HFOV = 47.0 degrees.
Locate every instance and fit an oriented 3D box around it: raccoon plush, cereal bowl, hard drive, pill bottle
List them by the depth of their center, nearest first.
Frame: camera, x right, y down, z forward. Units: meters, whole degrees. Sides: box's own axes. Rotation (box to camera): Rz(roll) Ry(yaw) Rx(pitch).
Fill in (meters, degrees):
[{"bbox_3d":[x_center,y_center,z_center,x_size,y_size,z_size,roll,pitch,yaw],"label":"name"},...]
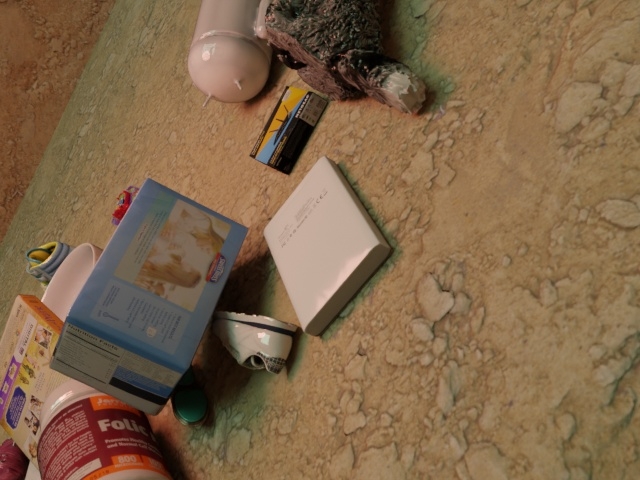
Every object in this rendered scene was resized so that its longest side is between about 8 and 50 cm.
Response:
[{"bbox_3d":[0.000,0.000,1.323,0.203,0.040,0.307,-51,35,17],"label":"hard drive"},{"bbox_3d":[-0.418,0.434,1.415,0.224,0.224,0.392,-59,33,5],"label":"pill bottle"},{"bbox_3d":[0.108,-0.419,1.422,0.446,0.216,0.299,36,83,29],"label":"raccoon plush"},{"bbox_3d":[-0.625,0.185,1.951,0.339,0.141,0.339,-33,43,38],"label":"cereal bowl"}]

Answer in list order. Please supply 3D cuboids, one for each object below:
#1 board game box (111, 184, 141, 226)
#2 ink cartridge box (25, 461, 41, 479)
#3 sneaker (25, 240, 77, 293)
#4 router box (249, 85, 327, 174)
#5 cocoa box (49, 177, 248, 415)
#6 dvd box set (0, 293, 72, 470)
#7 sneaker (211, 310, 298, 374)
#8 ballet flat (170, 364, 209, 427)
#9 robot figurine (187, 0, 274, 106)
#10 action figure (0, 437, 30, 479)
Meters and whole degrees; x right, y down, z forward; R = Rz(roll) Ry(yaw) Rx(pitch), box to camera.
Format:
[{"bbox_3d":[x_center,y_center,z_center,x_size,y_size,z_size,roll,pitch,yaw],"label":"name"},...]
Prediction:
[{"bbox_3d":[-0.602,-0.110,2.232,0.169,0.033,0.133,18,82,56],"label":"board game box"},{"bbox_3d":[-0.676,0.618,1.780,0.109,0.062,0.209,-25,48,43],"label":"ink cartridge box"},{"bbox_3d":[-0.798,0.128,2.168,0.319,0.208,0.127,-53,35,14],"label":"sneaker"},{"bbox_3d":[-0.072,-0.239,1.589,0.178,0.046,0.133,-62,33,1],"label":"router box"},{"bbox_3d":[-0.320,0.104,1.402,0.228,0.231,0.347,-52,15,48],"label":"cocoa box"},{"bbox_3d":[-0.643,0.357,1.745,0.420,0.062,0.307,29,102,35],"label":"dvd box set"},{"bbox_3d":[-0.137,0.183,1.343,0.235,0.090,0.094,-3,74,55],"label":"sneaker"},{"bbox_3d":[-0.265,0.311,1.454,0.206,0.073,0.067,-120,36,-55],"label":"ballet flat"},{"bbox_3d":[-0.215,-0.486,1.821,0.300,0.200,0.353,-27,47,44],"label":"robot figurine"},{"bbox_3d":[-0.802,0.606,1.910,0.248,0.275,0.370,-11,33,16],"label":"action figure"}]
